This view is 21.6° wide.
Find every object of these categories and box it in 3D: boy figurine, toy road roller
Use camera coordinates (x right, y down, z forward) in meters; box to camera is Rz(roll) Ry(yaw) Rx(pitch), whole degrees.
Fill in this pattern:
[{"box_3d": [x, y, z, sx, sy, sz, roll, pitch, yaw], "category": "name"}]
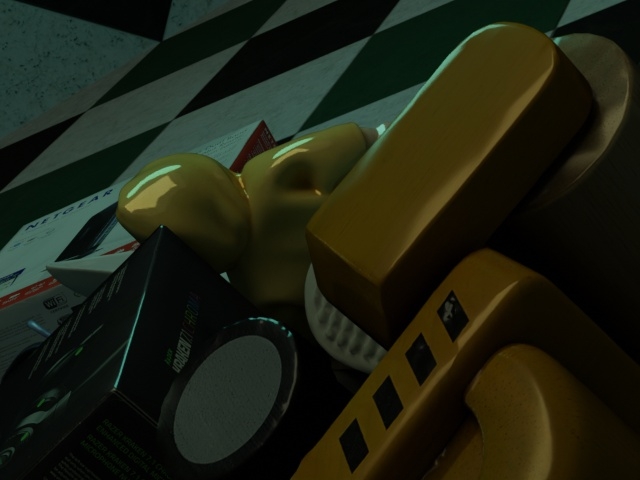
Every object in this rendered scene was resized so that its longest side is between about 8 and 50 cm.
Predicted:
[{"box_3d": [0.000, 0.000, 1.165, 0.285, 0.177, 0.092, 3, 25, -9], "category": "boy figurine"}, {"box_3d": [0.107, 0.080, 0.809, 0.329, 0.202, 0.240, -52, 35, -4], "category": "toy road roller"}]

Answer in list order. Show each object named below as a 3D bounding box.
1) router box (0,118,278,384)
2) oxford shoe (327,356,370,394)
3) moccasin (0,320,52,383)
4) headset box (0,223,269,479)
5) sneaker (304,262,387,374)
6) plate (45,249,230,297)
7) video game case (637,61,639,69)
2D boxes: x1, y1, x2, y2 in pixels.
[{"box_3d": [-0.217, 0.019, 1.774, 0.335, 0.082, 0.301, -23, 18, 21], "category": "router box"}, {"box_3d": [0.014, 0.116, 1.157, 0.096, 0.083, 0.227, -7, 4, -23], "category": "oxford shoe"}, {"box_3d": [-0.197, 0.128, 1.358, 0.137, 0.117, 0.342, -20, 18, 27], "category": "moccasin"}, {"box_3d": [-0.144, 0.151, 1.032, 0.283, 0.131, 0.246, -44, 15, 15], "category": "headset box"}, {"box_3d": [0.176, 0.028, 1.045, 0.366, 0.135, 0.150, -8, -17, 23], "category": "sneaker"}, {"box_3d": [-0.044, 0.028, 1.376, 0.278, 0.045, 0.277, -8, 6, -34], "category": "plate"}, {"box_3d": [0.373, -0.166, 1.355, 0.248, 0.035, 0.275, -22, 7, 18], "category": "video game case"}]
